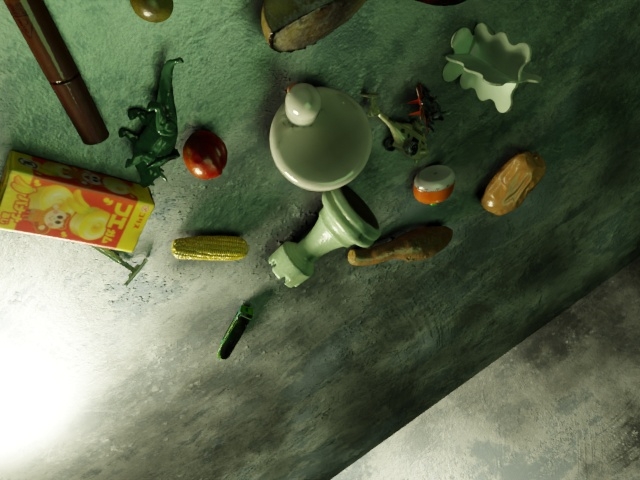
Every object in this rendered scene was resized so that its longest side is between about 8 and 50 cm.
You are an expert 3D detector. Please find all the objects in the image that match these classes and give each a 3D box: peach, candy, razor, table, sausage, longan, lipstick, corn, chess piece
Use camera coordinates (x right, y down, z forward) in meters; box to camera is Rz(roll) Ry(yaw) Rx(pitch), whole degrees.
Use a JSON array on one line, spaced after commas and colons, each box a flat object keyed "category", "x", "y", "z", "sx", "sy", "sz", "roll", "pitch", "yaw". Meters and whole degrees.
[{"category": "peach", "x": -0.254, "y": -0.188, "z": 1.020, "sx": 0.101, "sy": 0.100, "sz": 0.100, "roll": -17, "pitch": 135, "yaw": -18}, {"category": "candy", "x": -0.507, "y": -0.073, "z": 0.972, "sx": 0.276, "sy": 0.088, "sz": 0.146, "roll": 13, "pitch": 119, "yaw": -38}, {"category": "razor", "x": -0.513, "y": 0.024, "z": 1.103, "sx": 0.084, "sy": 0.036, "sz": 0.211, "roll": -54, "pitch": 133, "yaw": -13}, {"category": "table", "x": 0.420, "y": -0.422, "z": 1.139, "sx": 0.167, "sy": 0.198, "sz": 0.166, "roll": -16, "pitch": 134, "yaw": -18}, {"category": "sausage", "x": 0.637, "y": -0.188, "z": 1.542, "sx": 0.136, "sy": 0.120, "sz": 0.241, "roll": 8, "pitch": 123, "yaw": -50}, {"category": "longan", "x": -0.289, "y": -0.422, "z": 0.810, "sx": 0.083, "sy": 0.075, "sz": 0.075, "roll": -59, "pitch": 140, "yaw": -16}, {"category": "lipstick", "x": -0.462, "y": -0.326, "z": 0.794, "sx": 0.057, "sy": 0.057, "sz": 0.356, "roll": -22, "pitch": 137, "yaw": -12}, {"category": "corn", "x": -0.282, "y": 0.020, "z": 1.209, "sx": 0.207, "sy": 0.067, "sz": 0.067, "roll": -1, "pitch": 128, "yaw": -31}, {"category": "chess piece", "x": 0.000, "y": 0.000, "z": 1.293, "sx": 0.299, "sy": 0.194, "sz": 0.195, "roll": -39, "pitch": 138, "yaw": 19}]

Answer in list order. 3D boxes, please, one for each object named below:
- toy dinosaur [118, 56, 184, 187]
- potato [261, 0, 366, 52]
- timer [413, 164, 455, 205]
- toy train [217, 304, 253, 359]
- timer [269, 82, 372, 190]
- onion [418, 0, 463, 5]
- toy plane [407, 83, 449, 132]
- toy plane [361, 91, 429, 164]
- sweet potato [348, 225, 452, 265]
[{"category": "toy dinosaur", "x": -0.342, "y": -0.232, "z": 0.939, "sx": 0.120, "sy": 0.079, "sz": 0.291, "roll": -13, "pitch": 136, "yaw": -29}, {"category": "potato", "x": -0.031, "y": -0.464, "z": 0.930, "sx": 0.261, "sy": 0.100, "sz": 0.120, "roll": -35, "pitch": 178, "yaw": -20}, {"category": "timer", "x": 0.343, "y": -0.156, "z": 1.406, "sx": 0.136, "sy": 0.099, "sz": 0.136, "roll": -8, "pitch": 129, "yaw": -10}, {"category": "toy train", "x": -0.274, "y": 0.292, "z": 1.478, "sx": 0.044, "sy": 0.042, "sz": 0.209, "roll": 23, "pitch": 117, "yaw": -17}, {"category": "timer", "x": 0.000, "y": -0.227, "z": 1.033, "sx": 0.234, "sy": 0.240, "sz": 0.233, "roll": 0, "pitch": 93, "yaw": -4}, {"category": "onion", "x": 0.240, "y": -0.571, "z": 0.893, "sx": 0.281, "sy": 0.221, "sz": 0.281, "roll": -35, "pitch": 161, "yaw": -14}, {"category": "toy plane", "x": 0.297, "y": -0.341, "z": 1.228, "sx": 0.061, "sy": 0.129, "sz": 0.189, "roll": -12, "pitch": 173, "yaw": 41}, {"category": "toy plane", "x": 0.206, "y": -0.290, "z": 1.219, "sx": 0.287, "sy": 0.092, "sz": 0.108, "roll": 21, "pitch": 94, "yaw": -42}, {"category": "sweet potato", "x": 0.280, "y": 0.022, "z": 1.525, "sx": 0.386, "sy": 0.109, "sz": 0.109, "roll": -15, "pitch": 134, "yaw": -20}]
